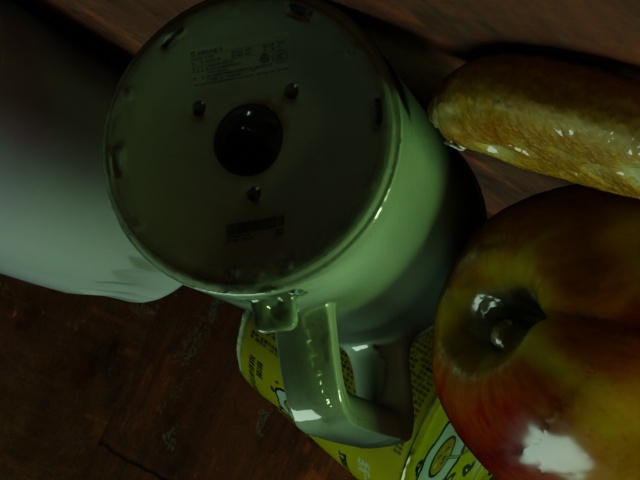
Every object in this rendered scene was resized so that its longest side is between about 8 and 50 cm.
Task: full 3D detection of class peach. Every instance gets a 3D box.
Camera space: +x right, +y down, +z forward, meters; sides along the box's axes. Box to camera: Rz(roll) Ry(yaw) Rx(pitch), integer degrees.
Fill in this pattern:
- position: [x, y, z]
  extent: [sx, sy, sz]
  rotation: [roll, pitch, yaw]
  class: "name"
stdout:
- position: [0.218, 0.082, 1.344]
  extent: [0.281, 0.238, 0.281]
  rotation: [12, 174, 1]
  class: "peach"

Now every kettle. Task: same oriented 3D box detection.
- position: [0.010, -0.012, 1.337]
  extent: [0.265, 0.205, 0.318]
  rotation: [52, -176, 18]
  class: "kettle"

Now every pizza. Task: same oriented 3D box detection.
- position: [0.164, -0.063, 1.110]
  extent: [0.134, 0.056, 0.271]
  rotation: [29, 172, -28]
  class: "pizza"

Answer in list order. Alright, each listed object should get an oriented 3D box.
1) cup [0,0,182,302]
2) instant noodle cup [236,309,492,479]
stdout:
- position: [-0.284, -0.082, 1.866]
  extent: [0.253, 0.253, 0.372]
  rotation: [19, 174, 45]
  class: "cup"
- position: [0.083, 0.109, 1.968]
  extent: [0.254, 0.325, 0.325]
  rotation: [31, 178, 23]
  class: "instant noodle cup"
